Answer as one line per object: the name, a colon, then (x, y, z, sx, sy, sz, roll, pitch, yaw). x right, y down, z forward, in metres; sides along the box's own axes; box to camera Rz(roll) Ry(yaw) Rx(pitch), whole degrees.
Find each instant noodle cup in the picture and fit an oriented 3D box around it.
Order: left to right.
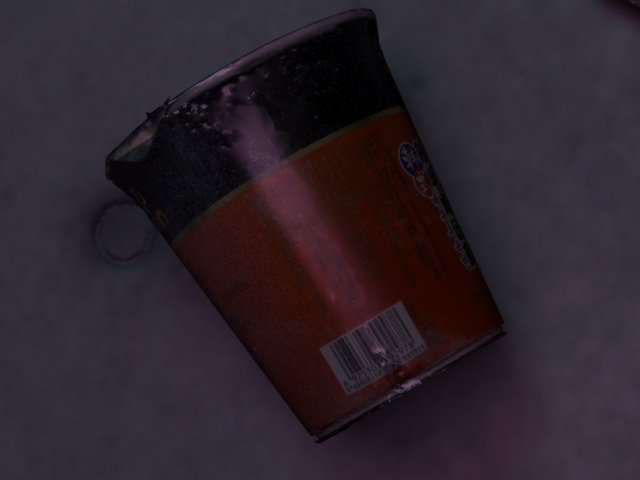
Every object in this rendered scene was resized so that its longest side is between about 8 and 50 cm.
instant noodle cup: (0.002, -0.001, 0.685, 0.127, 0.127, 0.135, -32, 84, 9)

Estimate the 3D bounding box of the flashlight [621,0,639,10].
flashlight: (0.149, -0.094, 0.698, 0.110, 0.052, 0.031, 34, 56, 22)
